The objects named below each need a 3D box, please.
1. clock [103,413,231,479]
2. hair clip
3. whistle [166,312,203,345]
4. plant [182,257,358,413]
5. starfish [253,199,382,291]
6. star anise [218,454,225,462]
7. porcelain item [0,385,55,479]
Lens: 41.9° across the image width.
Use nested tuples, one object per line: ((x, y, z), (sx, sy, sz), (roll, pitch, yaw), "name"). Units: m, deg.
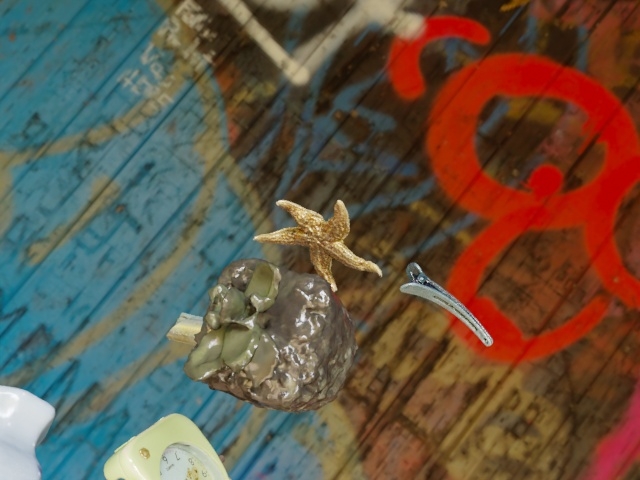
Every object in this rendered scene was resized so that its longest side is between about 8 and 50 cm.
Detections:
((-0.278, 0.516, 1.694), (0.308, 0.096, 0.235), (53, 22, 6), "clock")
((0.310, 0.157, 1.990), (0.275, 0.083, 0.048), (35, -48, -11), "hair clip")
((-0.191, 0.205, 1.749), (0.326, 0.068, 0.057), (7, -29, 36), "whistle")
((-0.088, 0.137, 1.247), (0.213, 0.215, 0.312), (9, -14, 32), "plant")
((0.000, 0.000, 1.671), (0.277, 0.062, 0.235), (19, -43, 17), "starfish")
((-0.239, 0.620, 2.019), (0.209, 0.089, 0.231), (4, 45, -43), "star anise")
((-0.571, 0.448, 1.344), (0.178, 0.405, 0.242), (24, -44, -15), "porcelain item")
